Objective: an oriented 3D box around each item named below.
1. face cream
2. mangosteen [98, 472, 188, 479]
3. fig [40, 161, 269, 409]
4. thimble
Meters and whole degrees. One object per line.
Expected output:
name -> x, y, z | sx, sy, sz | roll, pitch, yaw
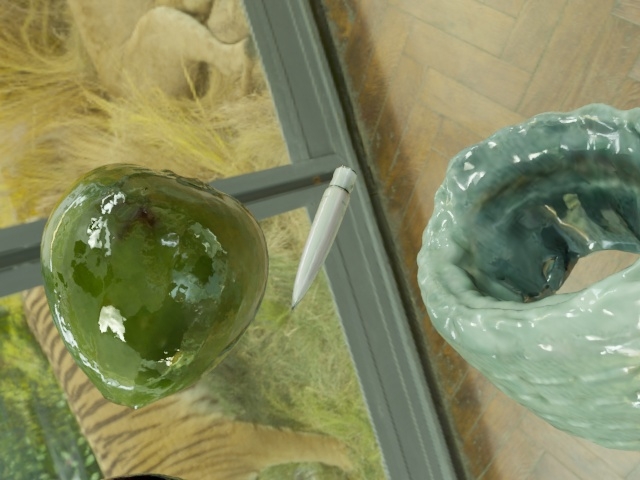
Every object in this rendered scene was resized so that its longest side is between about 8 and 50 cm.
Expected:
face cream -> 0.000, 0.000, 0.442 | 0.020, 0.115, 0.038 | 21, 167, -1
mangosteen -> -0.160, 0.359, 0.509 | 0.313, 0.297, 0.296 | -12, 96, 66
fig -> -0.222, 0.063, 0.795 | 0.316, 0.316, 0.316 | 18, 117, 40
thimble -> 0.185, 0.021, 0.430 | 0.172, 0.205, 0.250 | 39, 172, -28
